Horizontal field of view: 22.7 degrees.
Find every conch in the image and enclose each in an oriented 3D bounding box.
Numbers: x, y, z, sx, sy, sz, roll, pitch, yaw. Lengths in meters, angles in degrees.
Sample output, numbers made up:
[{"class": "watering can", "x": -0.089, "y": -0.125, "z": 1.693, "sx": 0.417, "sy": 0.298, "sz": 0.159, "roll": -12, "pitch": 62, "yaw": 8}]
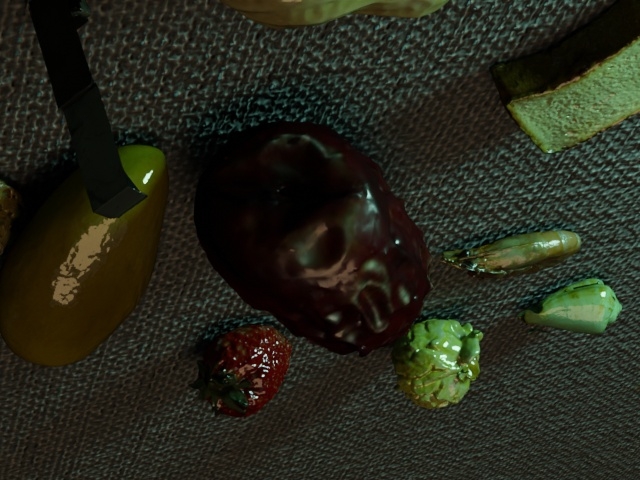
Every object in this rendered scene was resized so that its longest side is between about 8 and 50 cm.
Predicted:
[{"class": "conch", "x": 0.397, "y": 0.104, "z": 2.514, "sx": 0.170, "sy": 0.079, "sz": 0.106, "roll": -5, "pitch": 133, "yaw": -11}]

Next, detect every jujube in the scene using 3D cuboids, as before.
[{"class": "jujube", "x": 0.000, "y": 0.000, "z": 1.916, "sx": 0.258, "sy": 0.258, "sz": 0.376, "roll": -29, "pitch": 151, "yaw": 17}]

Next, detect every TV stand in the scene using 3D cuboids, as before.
[{"class": "TV stand", "x": -0.224, "y": -0.139, "z": 1.537, "sx": 0.049, "sy": 0.256, "sz": 0.040, "roll": -34, "pitch": 148, "yaw": 22}]

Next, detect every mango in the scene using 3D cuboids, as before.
[{"class": "mango", "x": -0.289, "y": 0.028, "z": 1.893, "sx": 0.195, "sy": 0.142, "sz": 0.332, "roll": -27, "pitch": 154, "yaw": -39}]

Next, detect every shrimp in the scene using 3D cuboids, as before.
[{"class": "shrimp", "x": 0.275, "y": 0.026, "z": 2.344, "sx": 0.236, "sy": 0.053, "sz": 0.133, "roll": -9, "pitch": 170, "yaw": -25}]

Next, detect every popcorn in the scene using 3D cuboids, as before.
[{"class": "popcorn", "x": 0.175, "y": 0.189, "z": 2.458, "sx": 0.162, "sy": 0.142, "sz": 0.135, "roll": 8, "pitch": 178, "yaw": 44}]

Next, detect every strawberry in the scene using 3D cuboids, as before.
[{"class": "strawberry", "x": -0.110, "y": 0.179, "z": 2.309, "sx": 0.131, "sy": 0.148, "sz": 0.131, "roll": 15, "pitch": 135, "yaw": 16}]

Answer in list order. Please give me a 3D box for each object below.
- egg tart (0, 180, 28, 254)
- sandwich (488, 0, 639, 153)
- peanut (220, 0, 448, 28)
[{"class": "egg tart", "x": -0.426, "y": -0.008, "z": 1.830, "sx": 0.191, "sy": 0.074, "sz": 0.191, "roll": -16, "pitch": 150, "yaw": -10}, {"class": "sandwich", "x": 0.336, "y": -0.201, "z": 1.963, "sx": 0.214, "sy": 0.065, "sz": 0.186, "roll": -30, "pitch": 150, "yaw": 17}, {"class": "peanut", "x": 0.023, "y": -0.286, "z": 1.540, "sx": 0.340, "sy": 0.158, "sz": 0.174, "roll": -9, "pitch": 128, "yaw": -25}]
